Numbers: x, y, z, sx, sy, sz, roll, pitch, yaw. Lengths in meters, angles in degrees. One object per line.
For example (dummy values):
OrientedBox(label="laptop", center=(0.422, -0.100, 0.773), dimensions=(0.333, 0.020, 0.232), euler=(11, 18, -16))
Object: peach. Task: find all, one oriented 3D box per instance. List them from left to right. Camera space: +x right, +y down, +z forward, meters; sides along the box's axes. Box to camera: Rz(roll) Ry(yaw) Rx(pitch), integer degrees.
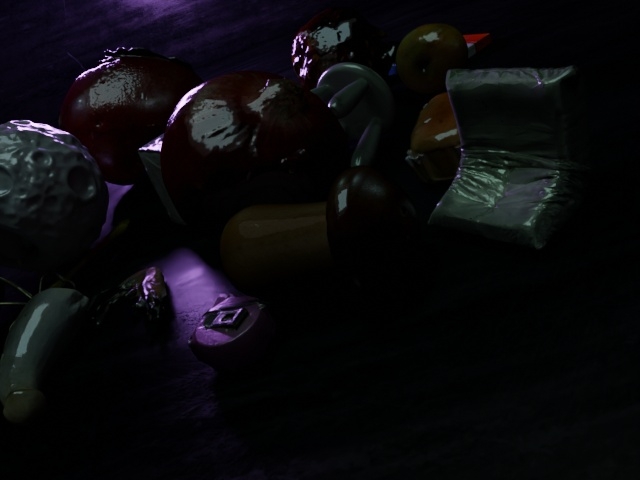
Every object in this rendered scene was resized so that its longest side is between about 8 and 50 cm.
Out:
OrientedBox(label="peach", center=(-0.505, -0.346, 1.646), dimensions=(0.416, 0.353, 0.339), euler=(-43, -10, -21))

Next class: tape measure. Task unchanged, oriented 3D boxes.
OrientedBox(label="tape measure", center=(-0.130, 0.133, 0.840), dimensions=(0.125, 0.074, 0.118), euler=(-5, 35, 33))

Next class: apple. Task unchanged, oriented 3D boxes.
OrientedBox(label="apple", center=(0.277, -0.449, 1.420), dimensions=(0.183, 0.182, 0.155), euler=(-1, 29, 34))

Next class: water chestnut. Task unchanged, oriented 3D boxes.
OrientedBox(label="water chestnut", center=(0.067, -0.461, 1.493), dimensions=(0.244, 0.289, 0.289), euler=(-41, 18, 31))

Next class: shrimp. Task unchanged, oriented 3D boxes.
OrientedBox(label="shrimp", center=(-0.353, 0.111, 1.058), dimensions=(0.152, 0.046, 0.219), euler=(-30, 26, -13))

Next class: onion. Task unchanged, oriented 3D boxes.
OrientedBox(label="onion", center=(-0.118, -0.157, 1.059), dimensions=(0.342, 0.341, 0.341), euler=(-17, 30, 10))

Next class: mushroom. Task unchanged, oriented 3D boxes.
OrientedBox(label="mushroom", center=(-0.480, 0.195, 0.970), dimensions=(0.118, 0.103, 0.270), euler=(-24, 39, 16))

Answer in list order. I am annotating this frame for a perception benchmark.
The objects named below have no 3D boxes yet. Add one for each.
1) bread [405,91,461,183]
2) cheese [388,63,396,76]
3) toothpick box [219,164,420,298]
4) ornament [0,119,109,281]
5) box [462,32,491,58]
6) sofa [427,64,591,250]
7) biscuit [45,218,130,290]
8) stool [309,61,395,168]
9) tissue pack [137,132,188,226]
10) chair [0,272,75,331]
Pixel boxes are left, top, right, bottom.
OrientedBox(label="bread", center=(0.253, -0.209, 1.108), dimensions=(0.136, 0.106, 0.241), euler=(-9, 31, 28))
OrientedBox(label="cheese", center=(0.091, -0.478, 1.701), dimensions=(0.271, 0.069, 0.176), euler=(-8, 33, 19))
OrientedBox(label="toothpick box", center=(0.000, 0.000, 0.863), dimensions=(0.295, 0.192, 0.192), euler=(-10, 31, 31))
OrientedBox(label="ornament", center=(-0.643, -0.103, 1.273), dimensions=(0.338, 0.336, 0.337), euler=(-17, 30, 10))
OrientedBox(label="box", center=(0.351, -0.516, 1.617), dimensions=(0.245, 0.035, 0.139), euler=(-37, 32, -22))
OrientedBox(label="sofa", center=(0.267, -0.131, 0.850), dimensions=(0.176, 0.225, 0.210), euler=(-35, 34, -28))
OrientedBox(label="biscuit", center=(-0.536, 0.044, 1.321), dimensions=(0.048, 0.026, 0.292), euler=(-19, 26, 40))
OrientedBox(label="stool", center=(0.037, -0.255, 1.252), dimensions=(0.195, 0.195, 0.198), euler=(4, 43, 38))
OrientedBox(label="tissue pack", center=(-0.200, -0.199, 1.314), dimensions=(0.198, 0.209, 0.370), euler=(15, 45, 39))
OrientedBox(label="chair", center=(-0.686, 0.132, 1.171), dimensions=(0.326, 0.170, 0.159), euler=(21, 45, -5))
